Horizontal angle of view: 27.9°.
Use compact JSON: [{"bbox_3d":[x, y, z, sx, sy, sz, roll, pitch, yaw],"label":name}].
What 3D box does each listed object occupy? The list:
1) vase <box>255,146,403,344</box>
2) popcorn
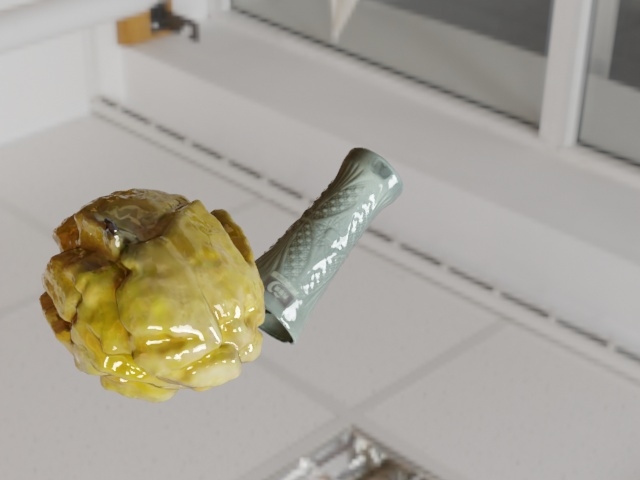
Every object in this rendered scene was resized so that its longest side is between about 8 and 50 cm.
[{"bbox_3d":[0.000,0.000,1.400,0.096,0.096,0.219,26,-112,35],"label":"vase"},{"bbox_3d":[-0.113,0.034,0.871,0.149,0.152,0.167,-13,-135,-13],"label":"popcorn"}]
